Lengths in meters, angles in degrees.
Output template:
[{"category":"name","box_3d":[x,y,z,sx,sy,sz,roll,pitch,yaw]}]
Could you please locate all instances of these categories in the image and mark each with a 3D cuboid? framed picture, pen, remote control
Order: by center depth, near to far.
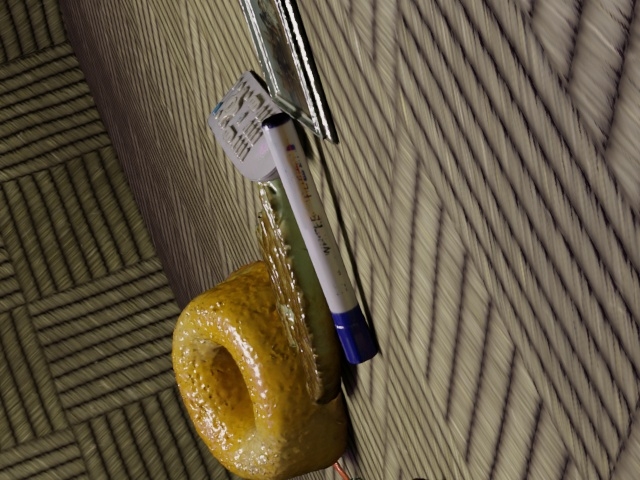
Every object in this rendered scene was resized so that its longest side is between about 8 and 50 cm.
[{"category":"framed picture","box_3d":[-0.055,-0.228,1.605,0.217,0.017,0.274,-137,27,-72]},{"category":"pen","box_3d":[0.000,0.000,1.689,0.033,0.033,0.269,-130,19,-65]},{"category":"remote control","box_3d":[-0.063,-0.112,1.792,0.044,0.073,0.229,34,-172,-24]}]

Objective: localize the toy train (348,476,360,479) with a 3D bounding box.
[{"category":"toy train","box_3d":[0.034,0.318,2.172,0.083,0.053,0.033,-159,50,-80]}]

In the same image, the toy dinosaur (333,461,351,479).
[{"category":"toy dinosaur","box_3d":[-0.026,0.198,2.279,0.101,0.055,0.279,73,171,-70]}]

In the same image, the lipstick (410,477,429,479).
[{"category":"lipstick","box_3d":[0.156,0.396,1.551,0.077,0.077,0.418,84,164,-58]}]

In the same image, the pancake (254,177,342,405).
[{"category":"pancake","box_3d":[-0.024,0.044,1.935,0.197,0.054,0.376,-122,16,-45]}]

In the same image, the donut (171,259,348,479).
[{"category":"donut","box_3d":[-0.081,0.170,2.162,0.278,0.108,0.277,30,131,43]}]
